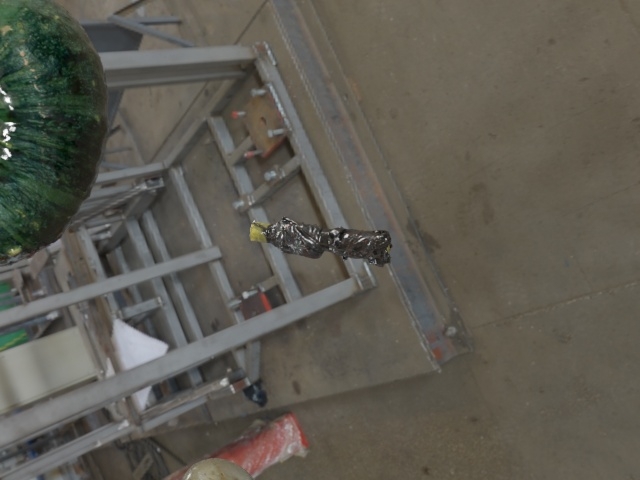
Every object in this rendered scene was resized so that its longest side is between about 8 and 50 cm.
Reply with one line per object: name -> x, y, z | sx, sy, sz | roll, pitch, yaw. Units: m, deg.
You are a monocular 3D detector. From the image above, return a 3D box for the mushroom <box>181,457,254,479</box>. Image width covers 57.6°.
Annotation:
mushroom -> -0.101, 0.256, 0.554 | 0.085, 0.085, 0.079 | 42, 102, 31

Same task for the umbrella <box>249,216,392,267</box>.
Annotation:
umbrella -> 0.000, 0.000, 0.575 | 0.144, 0.037, 0.040 | 8, 138, 16

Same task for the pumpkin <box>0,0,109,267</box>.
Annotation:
pumpkin -> -0.319, -0.111, 0.576 | 0.263, 0.197, 0.293 | -4, 79, 62
